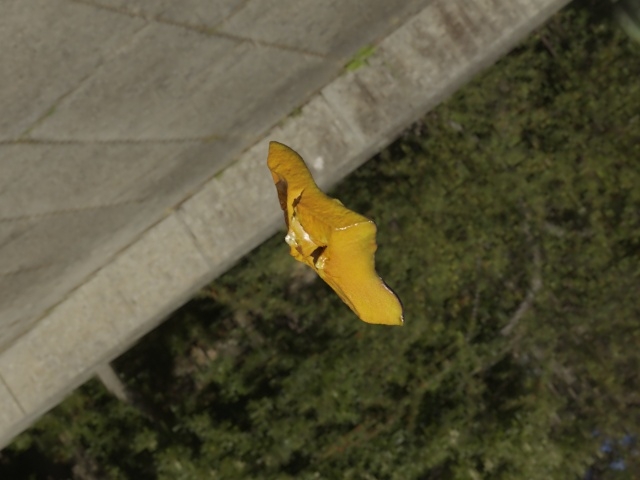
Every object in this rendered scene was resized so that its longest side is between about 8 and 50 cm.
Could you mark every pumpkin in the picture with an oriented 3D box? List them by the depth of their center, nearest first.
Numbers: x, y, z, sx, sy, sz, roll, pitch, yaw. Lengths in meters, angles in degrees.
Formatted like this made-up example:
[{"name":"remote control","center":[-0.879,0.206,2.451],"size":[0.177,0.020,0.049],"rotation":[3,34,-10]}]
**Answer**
[{"name":"pumpkin","center":[-0.001,0.000,0.560],"size":[0.035,0.101,0.073],"rotation":[-35,134,-15]}]
